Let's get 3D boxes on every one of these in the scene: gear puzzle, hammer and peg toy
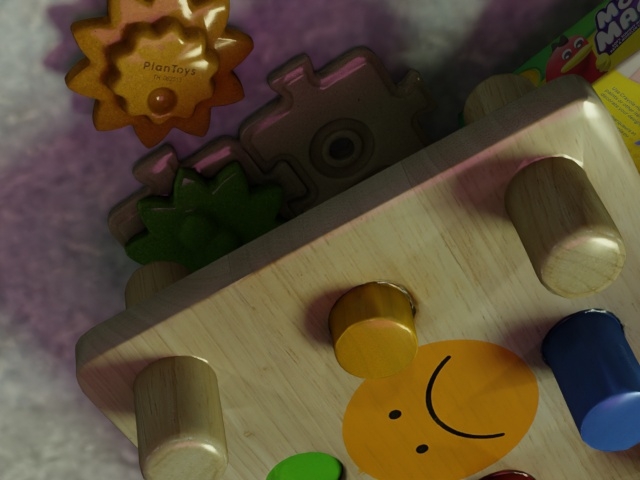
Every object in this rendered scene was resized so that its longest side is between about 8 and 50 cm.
[{"bbox_3d":[0.000,0.000,0.669,0.175,0.044,0.339,-33,125,6],"label":"gear puzzle"},{"bbox_3d":[0.086,0.105,0.657,0.266,0.127,0.361,-29,127,10],"label":"hammer and peg toy"}]

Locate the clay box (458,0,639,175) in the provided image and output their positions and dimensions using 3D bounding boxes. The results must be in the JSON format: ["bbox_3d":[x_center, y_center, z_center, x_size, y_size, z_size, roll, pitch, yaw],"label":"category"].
[{"bbox_3d":[0.188,-0.075,0.629,0.127,0.053,0.222,30,130,-30],"label":"clay box"}]
